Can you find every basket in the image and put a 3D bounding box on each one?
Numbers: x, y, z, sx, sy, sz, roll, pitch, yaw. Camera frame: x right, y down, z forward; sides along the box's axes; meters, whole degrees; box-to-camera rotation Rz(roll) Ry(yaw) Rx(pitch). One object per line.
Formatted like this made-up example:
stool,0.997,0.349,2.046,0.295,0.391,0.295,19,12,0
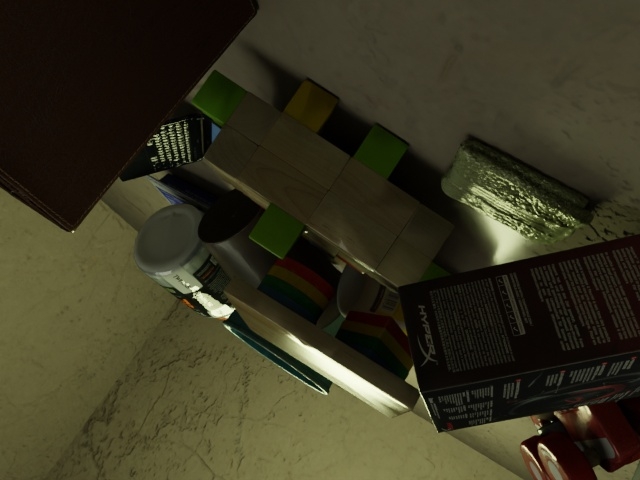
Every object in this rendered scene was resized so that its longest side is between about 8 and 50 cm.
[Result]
basket,-0.085,0.030,0.969,0.204,0.154,0.227,11,147,44

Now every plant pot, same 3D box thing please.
plant pot,-0.031,0.153,1.276,0.271,0.255,0.272,31,164,10

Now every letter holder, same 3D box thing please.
letter holder,-0.224,-0.199,0.508,0.152,0.302,0.214,29,164,19

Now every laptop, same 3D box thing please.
laptop,-0.236,-0.125,1.077,0.234,0.264,0.137,132,119,-74

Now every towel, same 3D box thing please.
towel,0.201,-0.046,0.616,0.148,0.027,0.110,32,164,9

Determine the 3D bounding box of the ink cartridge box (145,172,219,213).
ink cartridge box,-0.271,-0.064,1.486,0.303,0.072,0.307,27,161,28

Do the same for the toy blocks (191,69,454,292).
toy blocks,0.010,-0.047,0.796,0.381,0.191,0.261,34,177,3

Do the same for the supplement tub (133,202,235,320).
supplement tub,-0.286,0.066,1.419,0.193,0.194,0.316,24,162,34

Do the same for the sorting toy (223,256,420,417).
sorting toy,0.018,0.128,0.791,0.257,0.089,0.255,31,164,11

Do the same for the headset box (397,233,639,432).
headset box,0.243,0.102,0.595,0.293,0.110,0.218,-14,151,10

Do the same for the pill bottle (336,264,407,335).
pill bottle,0.143,0.098,0.949,0.215,0.117,0.117,20,171,-23

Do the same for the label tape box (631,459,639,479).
label tape box,0.631,0.377,0.853,0.249,0.115,0.348,27,165,25

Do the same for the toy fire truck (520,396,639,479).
toy fire truck,0.383,0.253,0.916,0.302,0.169,0.254,74,171,-69

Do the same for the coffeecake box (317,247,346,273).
coffeecake box,0.000,0.000,1.099,0.142,0.068,0.185,22,160,38
